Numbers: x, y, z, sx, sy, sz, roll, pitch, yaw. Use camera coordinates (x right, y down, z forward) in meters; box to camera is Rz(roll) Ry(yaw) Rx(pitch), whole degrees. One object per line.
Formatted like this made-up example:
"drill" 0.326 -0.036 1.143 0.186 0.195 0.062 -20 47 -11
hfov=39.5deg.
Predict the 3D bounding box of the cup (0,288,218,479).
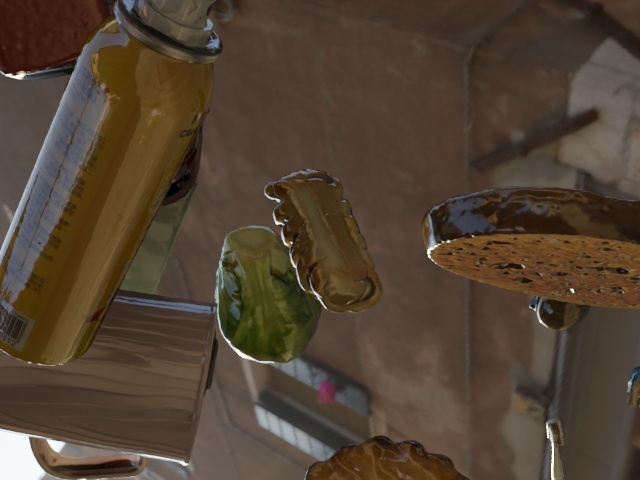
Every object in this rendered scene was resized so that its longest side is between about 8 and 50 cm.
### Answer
"cup" -0.283 0.185 1.192 0.288 0.273 0.208 113 165 -54

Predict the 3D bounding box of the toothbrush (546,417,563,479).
"toothbrush" 0.404 0.410 1.508 0.030 0.025 0.342 -99 -6 -48

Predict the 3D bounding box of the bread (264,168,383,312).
"bread" 0.000 0.000 1.277 0.134 0.225 0.081 0 -27 -47

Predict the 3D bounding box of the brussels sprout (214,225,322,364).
"brussels sprout" -0.109 0.102 1.754 0.219 0.210 0.271 -67 -29 -58

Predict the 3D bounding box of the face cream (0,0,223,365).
"face cream" -0.172 -0.056 0.709 0.105 0.105 0.348 -16 -38 -55

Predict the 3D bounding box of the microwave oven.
"microwave oven" -0.342 -0.029 1.401 0.181 0.295 0.237 21 -95 -20

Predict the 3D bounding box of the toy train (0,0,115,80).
"toy train" -0.276 -0.282 0.911 0.369 0.163 0.231 -114 9 -82

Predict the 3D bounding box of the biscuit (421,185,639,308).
"biscuit" 0.321 0.008 0.996 0.394 0.350 0.070 17 -106 -33

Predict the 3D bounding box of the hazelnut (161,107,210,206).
"hazelnut" -0.234 -0.150 1.152 0.170 0.161 0.201 -48 -31 -36

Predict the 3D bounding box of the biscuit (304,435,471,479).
"biscuit" 0.100 0.463 1.351 0.325 0.326 0.107 -59 -18 -12

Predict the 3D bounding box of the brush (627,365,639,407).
"brush" 0.325 0.097 0.813 0.014 0.051 0.164 -84 3 -52

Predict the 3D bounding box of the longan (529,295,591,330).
"longan" 0.436 0.111 1.615 0.113 0.113 0.092 -61 -36 -9
